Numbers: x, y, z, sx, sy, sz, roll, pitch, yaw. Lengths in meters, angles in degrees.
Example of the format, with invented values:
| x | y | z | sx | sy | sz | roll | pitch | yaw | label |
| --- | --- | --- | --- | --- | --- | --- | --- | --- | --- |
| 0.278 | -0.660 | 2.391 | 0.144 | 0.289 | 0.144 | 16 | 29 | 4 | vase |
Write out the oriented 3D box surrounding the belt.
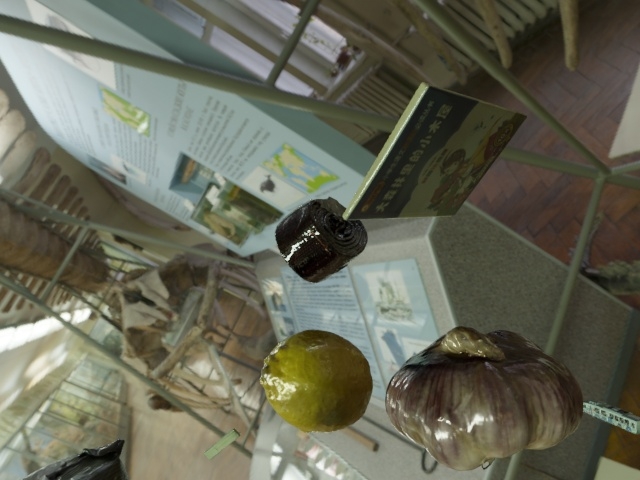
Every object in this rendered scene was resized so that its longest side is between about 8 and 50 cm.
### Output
| x | y | z | sx | sy | sz | roll | pitch | yaw | label |
| --- | --- | --- | --- | --- | --- | --- | --- | --- | --- |
| 0.000 | 0.000 | 1.233 | 0.164 | 0.184 | 0.289 | -41 | -7 | 22 | belt |

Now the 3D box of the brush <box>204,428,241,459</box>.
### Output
| x | y | z | sx | sy | sz | roll | pitch | yaw | label |
| --- | --- | --- | --- | --- | --- | --- | --- | --- | --- |
| -0.157 | 0.325 | 0.801 | 0.084 | 0.016 | 0.013 | -44 | 0 | 22 | brush |

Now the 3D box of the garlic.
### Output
| x | y | z | sx | sy | sz | roll | pitch | yaw | label |
| --- | --- | --- | --- | --- | --- | --- | --- | --- | --- |
| 0.200 | 0.186 | 0.653 | 0.245 | 0.245 | 0.160 | 164 | 92 | -70 | garlic |

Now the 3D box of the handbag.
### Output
| x | y | z | sx | sy | sz | roll | pitch | yaw | label |
| --- | --- | --- | --- | --- | --- | --- | --- | --- | --- |
| -0.536 | 0.587 | 1.066 | 0.240 | 0.247 | 0.341 | -36 | -8 | 17 | handbag |

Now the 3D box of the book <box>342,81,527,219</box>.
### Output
| x | y | z | sx | sy | sz | roll | pitch | yaw | label |
| --- | --- | --- | --- | --- | --- | --- | --- | --- | --- |
| 0.194 | -0.123 | 0.799 | 0.018 | 0.323 | 0.228 | 48 | 124 | 29 | book |

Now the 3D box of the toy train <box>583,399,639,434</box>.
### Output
| x | y | z | sx | sy | sz | roll | pitch | yaw | label |
| --- | --- | --- | --- | --- | --- | --- | --- | --- | --- |
| 0.732 | 0.441 | 1.271 | 0.207 | 0.043 | 0.047 | 171 | 101 | -77 | toy train |

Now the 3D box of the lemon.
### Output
| x | y | z | sx | sy | sz | roll | pitch | yaw | label |
| --- | --- | --- | --- | --- | --- | --- | --- | --- | --- |
| -0.005 | 0.284 | 1.016 | 0.204 | 0.260 | 0.204 | -33 | 48 | 45 | lemon |
